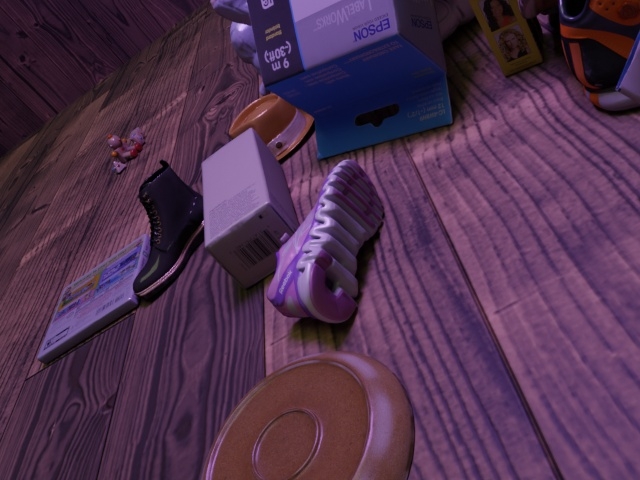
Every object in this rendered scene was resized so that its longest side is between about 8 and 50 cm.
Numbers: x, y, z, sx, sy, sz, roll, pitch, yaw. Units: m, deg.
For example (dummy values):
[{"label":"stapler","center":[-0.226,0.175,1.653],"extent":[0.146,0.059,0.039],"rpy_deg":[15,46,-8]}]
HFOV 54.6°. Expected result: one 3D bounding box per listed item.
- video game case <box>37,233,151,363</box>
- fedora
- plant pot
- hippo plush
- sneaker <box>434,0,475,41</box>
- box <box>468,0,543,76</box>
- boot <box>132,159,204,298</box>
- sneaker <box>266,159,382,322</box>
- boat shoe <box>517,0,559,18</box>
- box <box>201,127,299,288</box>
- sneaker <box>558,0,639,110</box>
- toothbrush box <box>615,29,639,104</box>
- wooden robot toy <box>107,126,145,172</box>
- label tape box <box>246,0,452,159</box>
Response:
[{"label":"video game case","center":[-0.394,0.099,1.098],"extent":[0.212,0.023,0.193],"rpy_deg":[-32,32,14]},{"label":"fedora","center":[-0.101,-0.206,1.123],"extent":[0.194,0.079,0.194],"rpy_deg":[-28,33,20]},{"label":"plant pot","center":[-0.026,0.195,0.571],"extent":[0.236,0.032,0.236],"rpy_deg":[-27,34,20]},{"label":"hippo plush","center":[-0.054,-0.408,1.168],"extent":[0.234,0.294,0.236],"rpy_deg":[-49,-1,-12]},{"label":"sneaker","center":[0.132,-0.383,1.089],"extent":[0.118,0.110,0.292],"rpy_deg":[-55,32,-7]},{"label":"box","center":[0.219,-0.333,0.794],"extent":[0.058,0.232,0.087],"rpy_deg":[-17,38,32]},{"label":"boot","center":[-0.270,-0.018,1.005],"extent":[0.077,0.137,0.198],"rpy_deg":[0,49,47]},{"label":"sneaker","center":[0.000,0.000,0.744],"extent":[0.104,0.095,0.236],"rpy_deg":[-22,35,41]},{"label":"boat shoe","center":[0.302,-0.341,0.746],"extent":[0.116,0.123,0.324],"rpy_deg":[-6,18,29]},{"label":"box","center":[-0.108,-0.058,0.925],"extent":[0.113,0.094,0.275],"rpy_deg":[-33,31,10]},{"label":"sneaker","center":[0.381,-0.256,0.571],"extent":[0.321,0.180,0.124],"rpy_deg":[-23,35,26]},{"label":"toothbrush box","center":[0.395,-0.176,0.415],"extent":[0.295,0.126,0.216],"rpy_deg":[-45,67,-7]},{"label":"wooden robot toy","center":[-0.522,-0.257,1.641],"extent":[0.076,0.079,0.173],"rpy_deg":[-16,38,34]},{"label":"label tape box","center":[0.027,-0.307,0.872],"extent":[0.249,0.348,0.115],"rpy_deg":[-8,2,42]}]
